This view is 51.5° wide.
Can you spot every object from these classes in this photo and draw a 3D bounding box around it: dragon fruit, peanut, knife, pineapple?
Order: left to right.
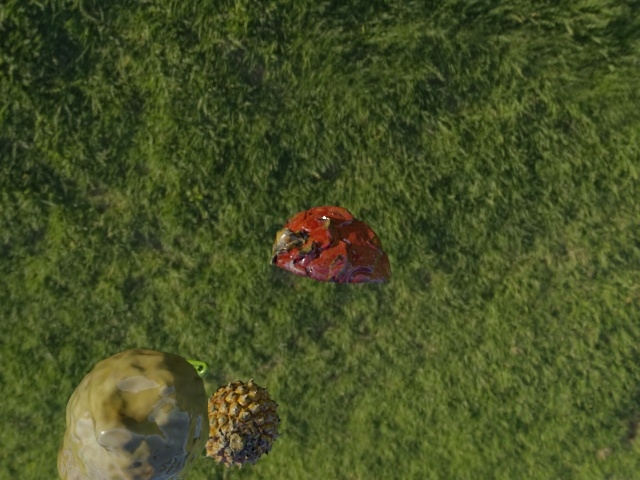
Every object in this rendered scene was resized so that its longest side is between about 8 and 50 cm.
[{"bbox_3d":[-0.186,0.192,0.680,0.143,0.159,0.291,43,143,4],"label":"peanut"},{"bbox_3d":[-0.206,0.168,0.895,0.184,0.022,0.026,-5,162,44],"label":"knife"},{"bbox_3d":[-0.161,0.373,1.290,0.176,0.137,0.161,-35,99,2],"label":"pineapple"},{"bbox_3d":[0.000,0.000,1.550,0.317,0.205,0.152,15,104,31],"label":"dragon fruit"}]
